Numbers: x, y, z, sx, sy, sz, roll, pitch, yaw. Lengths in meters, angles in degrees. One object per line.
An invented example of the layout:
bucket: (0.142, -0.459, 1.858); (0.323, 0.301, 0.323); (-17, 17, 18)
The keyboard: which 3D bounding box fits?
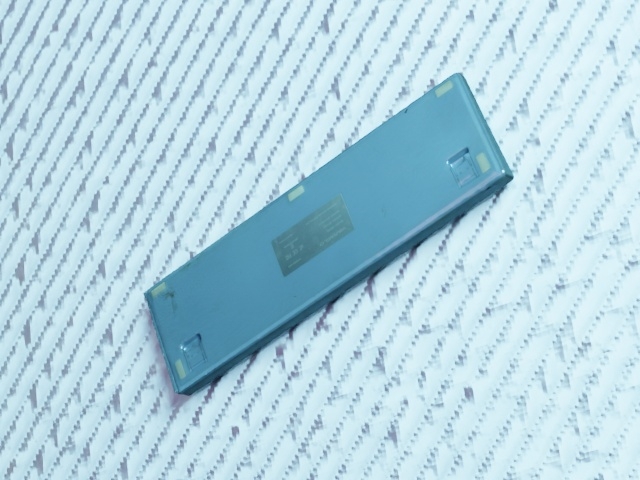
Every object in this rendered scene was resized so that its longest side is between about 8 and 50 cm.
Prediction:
keyboard: (-0.001, -0.001, 0.788); (0.176, 0.014, 0.055); (-35, 60, 21)
